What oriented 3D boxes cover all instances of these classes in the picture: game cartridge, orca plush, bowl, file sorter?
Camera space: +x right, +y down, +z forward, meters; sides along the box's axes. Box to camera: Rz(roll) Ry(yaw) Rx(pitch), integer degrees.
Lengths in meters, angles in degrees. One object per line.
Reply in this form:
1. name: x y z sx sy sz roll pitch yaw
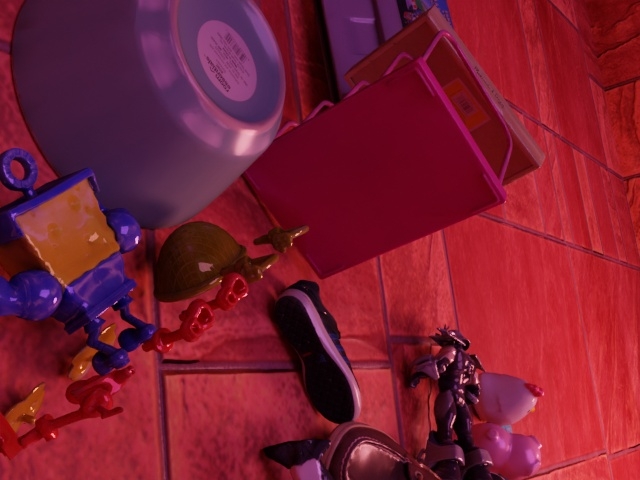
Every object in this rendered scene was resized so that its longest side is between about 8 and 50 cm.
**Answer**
1. game cartridge: 0.114 -0.318 1.264 0.230 0.068 0.354 -4 70 -17
2. orca plush: -0.018 0.384 0.927 0.151 0.102 0.287 -17 78 -12
3. bowl: -0.155 -0.182 0.858 0.312 0.163 0.311 27 55 -47
4. file sorter: 0.083 -0.118 1.048 0.202 0.291 0.182 54 35 -16

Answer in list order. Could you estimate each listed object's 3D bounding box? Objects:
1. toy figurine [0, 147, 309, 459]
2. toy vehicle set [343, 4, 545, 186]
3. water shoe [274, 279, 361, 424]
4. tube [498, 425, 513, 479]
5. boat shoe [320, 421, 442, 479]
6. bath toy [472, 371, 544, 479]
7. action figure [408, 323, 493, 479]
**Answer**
1. toy figurine: -0.195 -0.005 0.714 0.217 0.191 0.362 59 38 -12
2. toy vehicle set: 0.175 -0.178 1.115 0.267 0.166 0.035 50 43 -13
3. water shoe: 0.011 0.146 1.044 0.080 0.073 0.203 -43 114 -57
4. tube: 0.344 0.423 1.441 0.080 0.052 0.207 56 31 -44
5. boat shoe: 0.126 0.353 1.059 0.342 0.123 0.123 50 59 -36
6. bath toy: 0.323 0.382 1.350 0.151 0.129 0.348 48 41 -33
7. action figure: 0.211 0.264 1.272 0.185 0.099 0.284 33 47 -36
